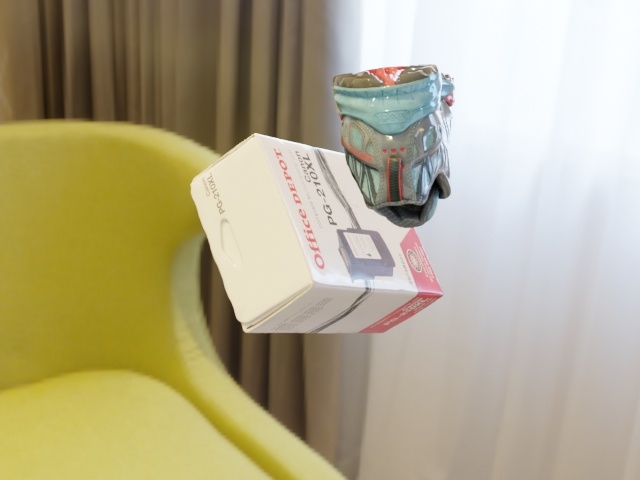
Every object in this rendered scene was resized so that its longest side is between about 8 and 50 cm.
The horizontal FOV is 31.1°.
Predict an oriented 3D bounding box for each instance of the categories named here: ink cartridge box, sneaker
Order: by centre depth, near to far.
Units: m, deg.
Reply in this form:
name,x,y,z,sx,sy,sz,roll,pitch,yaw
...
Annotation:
name,x,y,z,sx,sy,sz,roll,pitch,yaw
sneaker,0.058,-0.073,0.937,0.104,0.125,0.262,-4,4,11
ink cartridge box,0.000,0.000,1.186,0.237,0.100,0.172,7,55,-53
